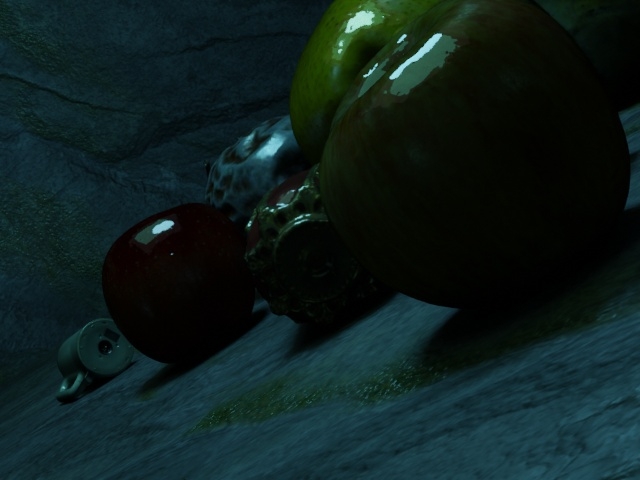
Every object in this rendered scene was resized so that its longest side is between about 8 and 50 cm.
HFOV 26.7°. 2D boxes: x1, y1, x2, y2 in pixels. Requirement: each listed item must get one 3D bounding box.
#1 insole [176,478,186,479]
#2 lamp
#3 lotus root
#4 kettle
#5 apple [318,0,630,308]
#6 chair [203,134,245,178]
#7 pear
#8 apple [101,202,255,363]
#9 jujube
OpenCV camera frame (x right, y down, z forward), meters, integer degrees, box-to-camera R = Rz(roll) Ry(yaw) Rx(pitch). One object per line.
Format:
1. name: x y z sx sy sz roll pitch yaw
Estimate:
1. insole: -0.158 0.242 1.118 0.064 0.004 0.188 -31 5 21
2. lamp: 0.000 0.000 1.565 0.177 0.177 0.274 -31 8 7
3. lotus root: 0.422 -0.334 1.838 0.346 0.250 0.250 -31 5 -18
4. kettle: -0.387 0.205 2.286 0.098 0.127 0.148 1 -14 -28
5. apple: 0.133 -0.065 1.130 0.264 0.264 0.264 -32 6 4
6. chair: -0.120 -0.009 2.505 0.175 0.183 0.326 -37 -37 -38
7. pear: 0.079 -0.232 1.863 0.340 0.191 0.386 -62 -16 4
8. apple: -0.196 0.058 1.891 0.218 0.201 0.218 -30 3 2
9. jujube: -0.066 -0.076 2.107 0.308 0.215 0.246 -30 35 65
